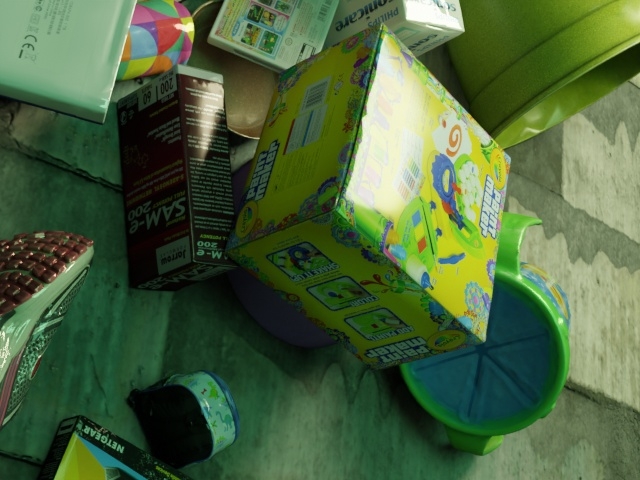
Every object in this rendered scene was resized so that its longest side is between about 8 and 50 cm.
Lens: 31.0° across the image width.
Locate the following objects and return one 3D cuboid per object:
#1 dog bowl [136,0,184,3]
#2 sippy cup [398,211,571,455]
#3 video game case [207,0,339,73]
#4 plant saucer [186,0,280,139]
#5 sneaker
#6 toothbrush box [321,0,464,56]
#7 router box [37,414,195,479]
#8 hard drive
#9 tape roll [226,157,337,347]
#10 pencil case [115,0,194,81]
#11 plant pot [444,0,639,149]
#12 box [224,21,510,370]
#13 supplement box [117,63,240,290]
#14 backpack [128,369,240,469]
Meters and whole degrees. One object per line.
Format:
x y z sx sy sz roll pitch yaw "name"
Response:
-0.239 -0.503 1.440 0.408 0.150 0.408 16 65 -38 "dog bowl"
0.250 0.128 1.616 0.240 0.305 0.224 47 24 8 "sippy cup"
-0.060 -0.295 1.533 0.143 0.019 0.157 22 58 -6 "video game case"
-0.111 -0.224 1.538 0.198 0.036 0.199 15 66 -38 "plant saucer"
-0.329 0.102 1.183 0.299 0.121 0.112 -59 145 -39 "sneaker"
0.065 -0.398 1.637 0.126 0.216 0.295 0 76 -42 "toothbrush box"
-0.222 0.289 1.246 0.179 0.046 0.133 37 54 -28 "router box"
-0.362 -0.259 1.224 0.318 0.040 0.210 15 63 -12 "hard drive"
0.000 0.000 1.525 0.275 0.090 0.275 16 64 -37 "tape roll"
-0.260 -0.232 1.364 0.236 0.104 0.104 -18 88 -47 "pencil case"
0.331 -0.384 1.818 0.366 0.366 0.353 -21 79 -45 "plant pot"
0.070 -0.047 1.393 0.279 0.177 0.290 41 47 -31 "box"
-0.170 -0.071 1.363 0.073 0.130 0.239 7 70 -43 "supplement box"
-0.142 0.197 1.304 0.084 0.114 0.105 -22 90 -45 "backpack"
